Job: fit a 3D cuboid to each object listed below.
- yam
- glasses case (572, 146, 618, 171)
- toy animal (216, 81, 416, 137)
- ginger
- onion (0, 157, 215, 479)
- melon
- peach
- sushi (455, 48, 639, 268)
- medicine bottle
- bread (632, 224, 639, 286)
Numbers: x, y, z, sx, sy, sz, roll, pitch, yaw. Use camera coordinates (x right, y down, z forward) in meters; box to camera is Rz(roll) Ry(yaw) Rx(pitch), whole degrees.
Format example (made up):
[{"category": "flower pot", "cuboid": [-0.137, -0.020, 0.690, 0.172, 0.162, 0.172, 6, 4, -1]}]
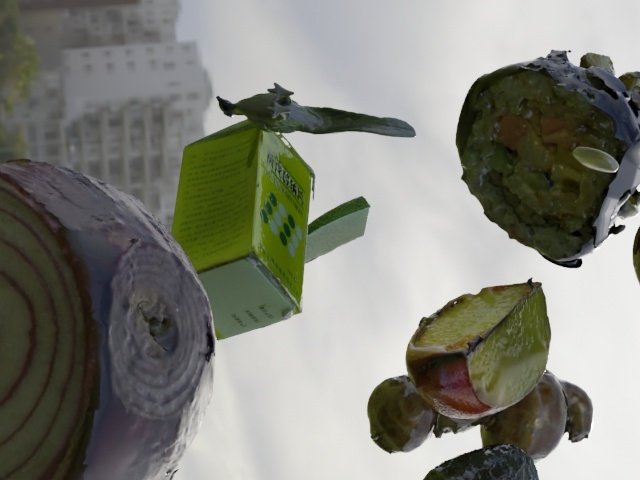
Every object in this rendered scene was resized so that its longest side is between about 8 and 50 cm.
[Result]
[{"category": "yam", "cuboid": [0.217, 0.350, 1.803, 0.107, 0.183, 0.107, 8, -79, 45]}, {"category": "glasses case", "cuboid": [0.374, -0.110, 1.730, 0.021, 0.032, 0.083, -53, -155, -5]}, {"category": "toy animal", "cuboid": [-0.014, -0.131, 1.300, 0.075, 0.217, 0.041, 40, 59, -68]}, {"category": "ginger", "cuboid": [0.269, 0.263, 2.078, 0.176, 0.375, 0.256, 142, -35, -72]}, {"category": "onion", "cuboid": [-0.223, 0.093, 1.167, 0.282, 0.260, 0.337, -23, -103, 31]}, {"category": "melon", "cuboid": [0.000, 0.001, 2.676, 0.114, 0.262, 0.053, 50, 8, -50]}, {"category": "peach", "cuboid": [0.218, 0.181, 1.845, 0.159, 0.267, 0.154, -9, -68, 44]}, {"category": "sushi", "cuboid": [0.430, -0.170, 2.190, 0.328, 0.285, 0.328, 28, -53, 26]}, {"category": "medicine bottle", "cuboid": [-0.099, -0.017, 1.621, 0.137, 0.141, 0.250, 47, 33, -40]}, {"category": "bread", "cuboid": [0.596, 0.050, 1.838, 0.279, 0.225, 0.250, -21, -95, 69]}]
